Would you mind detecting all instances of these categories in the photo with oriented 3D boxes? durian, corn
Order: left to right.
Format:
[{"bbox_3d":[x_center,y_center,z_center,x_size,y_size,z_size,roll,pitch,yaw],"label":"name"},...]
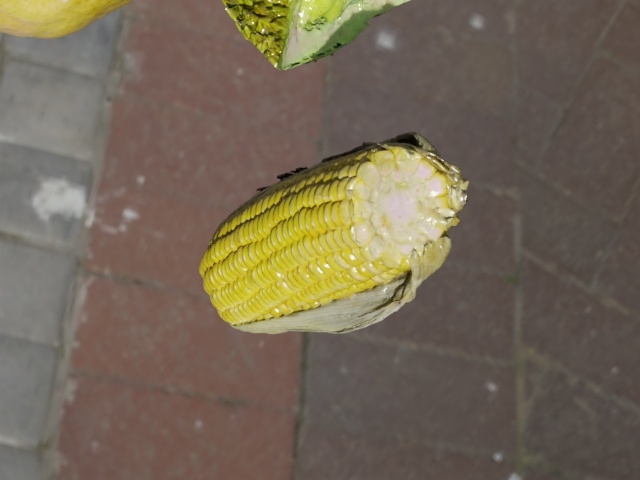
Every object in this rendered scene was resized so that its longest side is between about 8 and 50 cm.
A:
[{"bbox_3d":[0.004,0.000,1.364,0.122,0.305,0.123,45,61,-14],"label":"corn"},{"bbox_3d":[0.028,-0.287,1.708,0.352,0.158,0.169,-29,110,-39],"label":"durian"}]

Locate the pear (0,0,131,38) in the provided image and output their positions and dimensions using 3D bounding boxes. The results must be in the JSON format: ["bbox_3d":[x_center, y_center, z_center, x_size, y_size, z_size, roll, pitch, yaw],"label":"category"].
[{"bbox_3d":[-0.204,-0.276,1.151,0.271,0.271,0.271,9,54,-13],"label":"pear"}]
